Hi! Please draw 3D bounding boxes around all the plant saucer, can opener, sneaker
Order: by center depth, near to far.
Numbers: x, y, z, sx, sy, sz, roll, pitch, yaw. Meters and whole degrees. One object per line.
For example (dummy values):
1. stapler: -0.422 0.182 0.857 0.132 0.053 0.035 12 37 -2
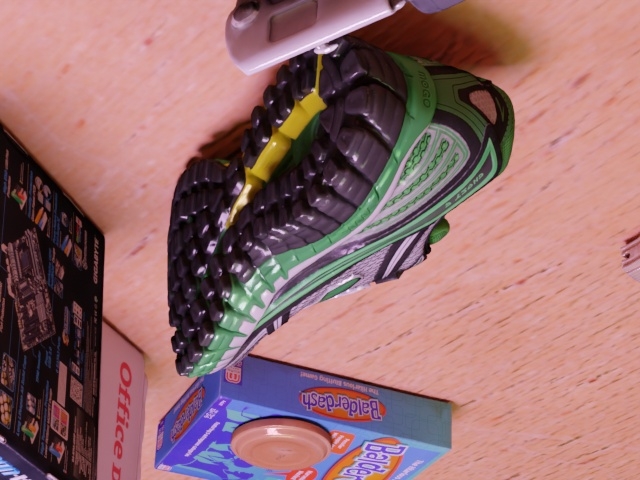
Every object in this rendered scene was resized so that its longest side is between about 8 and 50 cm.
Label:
1. can opener: 0.053 -0.160 0.798 0.280 0.074 0.093 -17 143 27
2. sneaker: 0.000 0.000 1.004 0.146 0.134 0.343 8 153 -27
3. plant saucer: -0.032 0.170 1.295 0.083 0.013 0.083 2 148 1

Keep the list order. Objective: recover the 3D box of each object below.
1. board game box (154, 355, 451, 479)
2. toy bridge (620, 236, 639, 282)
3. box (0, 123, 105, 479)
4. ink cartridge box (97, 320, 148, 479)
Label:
1. board game box: -0.016 0.167 1.350 0.210 0.047 0.160 14 146 -19
2. toy bridge: 0.275 -0.022 1.049 0.063 0.026 0.188 28 139 -33
3. box: -0.201 0.048 1.009 0.051 0.220 0.175 -14 145 16
4. ink cartridge box: -0.259 0.124 1.129 0.131 0.226 0.306 -13 144 20
